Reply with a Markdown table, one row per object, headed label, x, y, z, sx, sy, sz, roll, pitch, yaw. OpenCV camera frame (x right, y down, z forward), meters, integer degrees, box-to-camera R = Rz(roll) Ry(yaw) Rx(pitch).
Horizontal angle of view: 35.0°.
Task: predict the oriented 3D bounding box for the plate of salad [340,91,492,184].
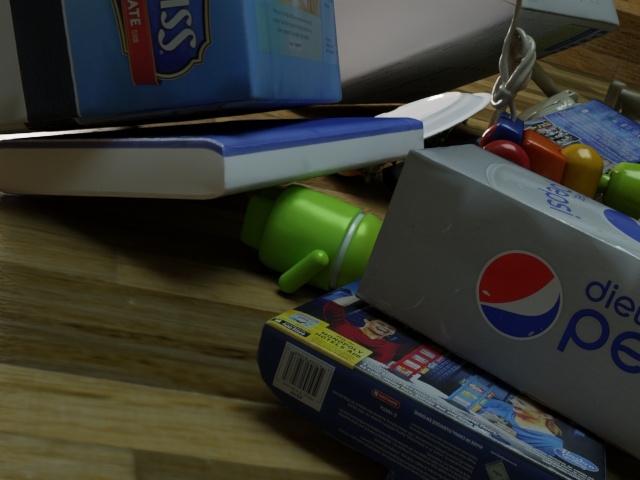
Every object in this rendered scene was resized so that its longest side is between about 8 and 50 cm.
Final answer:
| label | x | y | z | sx | sy | sz | roll | pitch | yaw |
| --- | --- | --- | --- | --- | --- | --- | --- | --- | --- |
| plate of salad | 0.090 | -0.109 | 1.072 | 0.200 | 0.048 | 0.200 | -21 | 12 | 5 |

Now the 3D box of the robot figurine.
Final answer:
| label | x | y | z | sx | sy | sz | roll | pitch | yaw |
| --- | --- | --- | --- | --- | --- | --- | --- | --- | --- |
| robot figurine | 0.000 | 0.000 | 0.753 | 0.115 | 0.067 | 0.101 | 21 | 24 | 10 |

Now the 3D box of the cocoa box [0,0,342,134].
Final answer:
| label | x | y | z | sx | sy | sz | roll | pitch | yaw |
| --- | --- | --- | --- | --- | --- | --- | --- | --- | --- |
| cocoa box | -0.126 | -0.213 | 0.827 | 0.228 | 0.231 | 0.347 | -4 | 7 | 12 |

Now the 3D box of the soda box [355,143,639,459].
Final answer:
| label | x | y | z | sx | sy | sz | roll | pitch | yaw |
| --- | --- | --- | --- | --- | --- | --- | --- | --- | --- |
| soda box | 0.167 | 0.047 | 0.545 | 0.286 | 0.098 | 0.091 | 29 | 20 | 26 |

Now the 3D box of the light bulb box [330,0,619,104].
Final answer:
| label | x | y | z | sx | sy | sz | roll | pitch | yaw |
| --- | --- | --- | --- | --- | --- | --- | --- | --- | --- |
| light bulb box | 0.151 | -0.333 | 1.342 | 0.358 | 0.225 | 0.361 | -16 | -2 | 34 |

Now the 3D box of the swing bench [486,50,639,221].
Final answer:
| label | x | y | z | sx | sy | sz | roll | pitch | yaw |
| --- | --- | --- | --- | --- | --- | --- | --- | --- | --- |
| swing bench | 0.359 | -0.105 | 1.238 | 0.255 | 0.165 | 0.253 | 9 | 19 | -40 |

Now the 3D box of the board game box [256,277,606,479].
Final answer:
| label | x | y | z | sx | sy | sz | roll | pitch | yaw |
| --- | --- | --- | --- | --- | --- | --- | --- | --- | --- |
| board game box | 0.087 | 0.090 | 0.591 | 0.194 | 0.060 | 0.194 | 26 | 19 | 22 |

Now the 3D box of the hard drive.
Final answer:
| label | x | y | z | sx | sy | sz | roll | pitch | yaw |
| --- | --- | --- | --- | --- | --- | --- | --- | --- | --- |
| hard drive | -0.075 | -0.074 | 0.830 | 0.210 | 0.040 | 0.319 | 3 | 10 | 29 |

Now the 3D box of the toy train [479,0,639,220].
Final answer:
| label | x | y | z | sx | sy | sz | roll | pitch | yaw |
| --- | --- | --- | --- | --- | --- | --- | --- | --- | --- |
| toy train | 0.193 | -0.057 | 0.788 | 0.143 | 0.248 | 0.105 | 14 | 18 | 7 |

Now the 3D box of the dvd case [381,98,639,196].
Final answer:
| label | x | y | z | sx | sy | sz | roll | pitch | yaw |
| --- | --- | --- | --- | --- | --- | --- | --- | --- | --- |
| dvd case | 0.204 | -0.072 | 1.016 | 0.253 | 0.022 | 0.180 | -18 | 27 | -6 |
